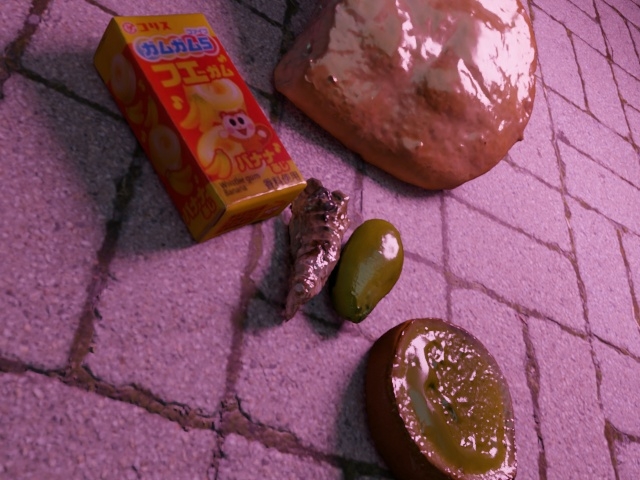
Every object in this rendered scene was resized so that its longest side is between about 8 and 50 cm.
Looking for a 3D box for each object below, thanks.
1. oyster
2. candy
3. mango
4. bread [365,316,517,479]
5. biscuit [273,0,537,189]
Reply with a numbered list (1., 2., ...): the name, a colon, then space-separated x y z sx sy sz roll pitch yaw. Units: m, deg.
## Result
1. oyster: -0.001 0.001 0.841 0.106 0.061 0.200 1 57 -13
2. candy: -0.149 -0.146 0.819 0.146 0.088 0.276 -21 75 -42
3. mango: 0.065 0.038 0.875 0.091 0.074 0.165 37 47 -16
4. bread: 0.157 0.211 0.837 0.236 0.070 0.236 21 50 -27
5. biscuit: 0.171 -0.298 1.060 0.446 0.104 0.429 40 71 -17
